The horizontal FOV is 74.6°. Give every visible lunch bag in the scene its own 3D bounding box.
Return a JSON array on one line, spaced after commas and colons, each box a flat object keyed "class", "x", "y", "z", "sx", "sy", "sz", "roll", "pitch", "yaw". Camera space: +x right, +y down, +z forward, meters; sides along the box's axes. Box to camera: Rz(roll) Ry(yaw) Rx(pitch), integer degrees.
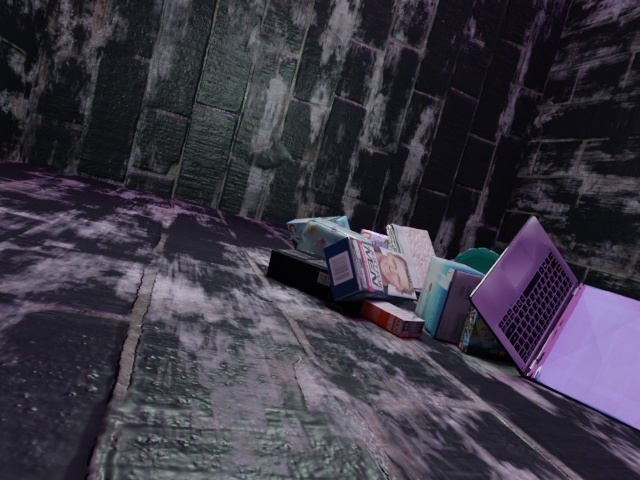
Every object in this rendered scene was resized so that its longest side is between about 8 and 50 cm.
[{"class": "lunch bag", "x": 0.041, "y": 0.055, "z": 1.578, "sx": 0.278, "sy": 0.224, "sz": 0.107, "roll": 24, "pitch": 14, "yaw": 23}]

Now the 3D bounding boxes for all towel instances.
[{"class": "towel", "x": 0.454, "y": 0.089, "z": 1.983, "sx": 0.316, "sy": 0.333, "sz": 0.053, "roll": 9, "pitch": -28, "yaw": -42}]

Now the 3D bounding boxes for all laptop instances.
[{"class": "laptop", "x": 0.660, "y": 0.173, "z": 1.069, "sx": 0.408, "sy": 0.382, "sz": 0.236, "roll": 53, "pitch": -29, "yaw": -8}]

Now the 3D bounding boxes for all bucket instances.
[{"class": "bucket", "x": 0.726, "y": 0.181, "z": 1.946, "sx": 0.280, "sy": 0.282, "sz": 0.183, "roll": 18, "pitch": -2, "yaw": 21}]

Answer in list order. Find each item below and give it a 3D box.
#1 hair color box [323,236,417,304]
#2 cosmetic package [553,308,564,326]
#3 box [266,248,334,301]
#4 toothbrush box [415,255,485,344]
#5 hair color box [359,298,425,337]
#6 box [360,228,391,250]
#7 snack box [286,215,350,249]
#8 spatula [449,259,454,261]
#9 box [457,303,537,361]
[{"class": "hair color box", "x": 0.168, "y": 0.111, "z": 1.350, "sx": 0.105, "sy": 0.174, "sz": 0.347, "roll": -26, "pitch": -25, "yaw": 32}, {"class": "cosmetic package", "x": 0.793, "y": 0.234, "z": 1.455, "sx": 0.384, "sy": 0.156, "sz": 0.217, "roll": 29, "pitch": 16, "yaw": -39}, {"class": "box", "x": -0.023, "y": 0.110, "z": 1.431, "sx": 0.261, "sy": 0.103, "sz": 0.184, "roll": 19, "pitch": 11, "yaw": 32}, {"class": "toothbrush box", "x": 0.415, "y": 0.182, "z": 1.343, "sx": 0.126, "sy": 0.217, "sz": 0.295, "roll": 16, "pitch": 6, "yaw": 2}, {"class": "hair color box", "x": 0.203, "y": 0.222, "z": 1.210, "sx": 0.093, "sy": 0.054, "sz": 0.167, "roll": 11, "pitch": 6, "yaw": -38}, {"class": "box", "x": 0.321, "y": 0.080, "z": 2.122, "sx": 0.292, "sy": 0.201, "sz": 0.057, "roll": 16, "pitch": -10, "yaw": 8}, {"class": "snack box", "x": 0.000, "y": 0.000, "z": 1.760, "sx": 0.060, "sy": 0.187, "sz": 0.321, "roll": -27, "pitch": 18, "yaw": -39}, {"class": "spatula", "x": 0.543, "y": 0.171, "z": 1.937, "sx": 0.084, "sy": 0.296, "sz": 0.030, "roll": -24, "pitch": -71, "yaw": 46}, {"class": "box", "x": 0.519, "y": 0.256, "z": 1.190, "sx": 0.232, "sy": 0.159, "sz": 0.044, "roll": 14, "pitch": 5, "yaw": -14}]
